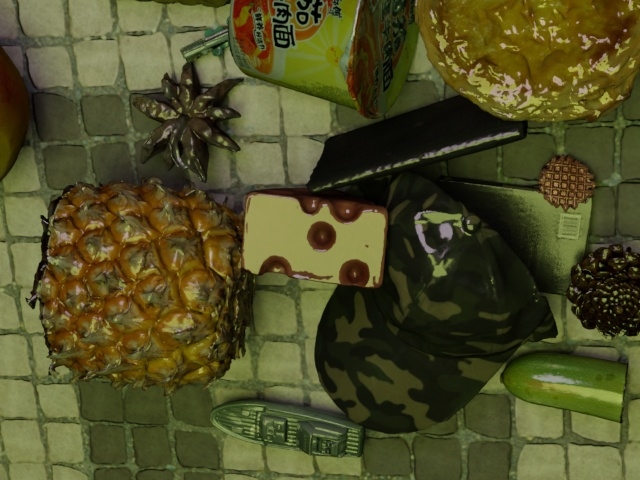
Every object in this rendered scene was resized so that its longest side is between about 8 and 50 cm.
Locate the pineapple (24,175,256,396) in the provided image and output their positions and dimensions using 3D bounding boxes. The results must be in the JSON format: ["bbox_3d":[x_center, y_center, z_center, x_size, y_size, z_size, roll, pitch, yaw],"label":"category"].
[{"bbox_3d":[-0.251,0.065,1.804,0.300,0.352,0.352,6,109,3],"label":"pineapple"}]

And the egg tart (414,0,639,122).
[{"bbox_3d":[0.288,-0.313,1.598,0.341,0.129,0.341,0,89,6],"label":"egg tart"}]

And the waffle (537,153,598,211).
[{"bbox_3d":[0.353,-0.082,1.724,0.083,0.029,0.075,43,95,9],"label":"waffle"}]

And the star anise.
[{"bbox_3d":[-0.204,-0.190,1.821,0.195,0.065,0.182,15,86,20],"label":"star anise"}]

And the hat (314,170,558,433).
[{"bbox_3d":[0.128,0.117,1.752,0.366,0.257,0.381,37,98,15],"label":"hat"}]

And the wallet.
[{"bbox_3d":[0.141,-0.142,1.701,0.321,0.170,0.044,-16,118,20],"label":"wallet"}]

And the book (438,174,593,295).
[{"bbox_3d":[0.281,-0.006,1.783,0.228,0.024,0.160,8,109,13],"label":"book"}]

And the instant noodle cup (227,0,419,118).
[{"bbox_3d":[0.007,-0.311,1.651,0.200,0.264,0.264,15,111,21],"label":"instant noodle cup"}]

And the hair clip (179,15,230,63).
[{"bbox_3d":[-0.132,-0.315,1.789,0.173,0.049,0.049,-25,100,17],"label":"hair clip"}]

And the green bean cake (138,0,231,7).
[{"bbox_3d":[-0.223,-0.453,1.723,0.236,0.124,0.232,6,109,14],"label":"green bean cake"}]

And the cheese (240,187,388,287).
[{"bbox_3d":[-0.027,-0.004,1.709,0.177,0.203,0.128,1,100,-22],"label":"cheese"}]

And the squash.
[{"bbox_3d":[0.363,0.212,1.797,0.188,0.095,0.095,8,110,14],"label":"squash"}]

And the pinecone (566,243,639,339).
[{"bbox_3d":[0.420,0.068,1.714,0.140,0.121,0.140,11,125,17],"label":"pinecone"}]

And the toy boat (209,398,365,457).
[{"bbox_3d":[-0.057,0.305,1.947,0.261,0.085,0.078,8,110,13],"label":"toy boat"}]

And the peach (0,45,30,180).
[{"bbox_3d":[-0.622,-0.230,1.822,0.373,0.372,0.290,42,81,0],"label":"peach"}]
